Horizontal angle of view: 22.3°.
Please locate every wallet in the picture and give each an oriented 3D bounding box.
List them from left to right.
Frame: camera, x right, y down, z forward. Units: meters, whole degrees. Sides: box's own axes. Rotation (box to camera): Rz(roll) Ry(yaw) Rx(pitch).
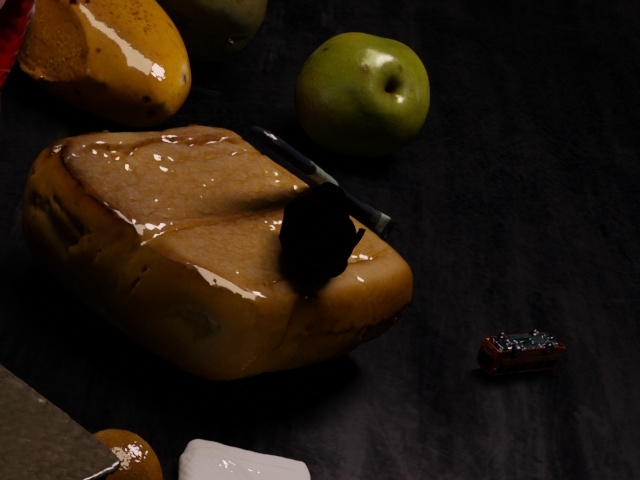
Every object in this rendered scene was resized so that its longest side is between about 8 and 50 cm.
[{"bbox_3d":[-0.058,0.230,1.349,0.124,0.032,0.183,16,24,-13],"label":"wallet"}]

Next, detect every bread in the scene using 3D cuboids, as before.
[{"bbox_3d":[-0.102,0.024,1.603,0.328,0.148,0.337,36,26,23],"label":"bread"}]

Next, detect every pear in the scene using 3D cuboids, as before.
[{"bbox_3d":[0.042,-0.192,2.138,0.180,0.166,0.216,-11,12,-29],"label":"pear"}]

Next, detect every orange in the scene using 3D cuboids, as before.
[{"bbox_3d":[-0.165,0.190,1.307,0.085,0.085,0.085,16,25,-8],"label":"orange"}]

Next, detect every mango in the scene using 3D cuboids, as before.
[{"bbox_3d":[-0.260,-0.234,1.998,0.191,0.160,0.290,5,31,-48],"label":"mango"}]

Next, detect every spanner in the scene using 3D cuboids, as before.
[{"bbox_3d":[-0.004,-0.065,1.686,0.087,0.024,0.316,35,0,27],"label":"spanner"}]

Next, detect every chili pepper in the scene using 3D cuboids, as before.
[{"bbox_3d":[-0.002,-0.002,1.485,0.072,0.073,0.204,6,13,-2],"label":"chili pepper"}]

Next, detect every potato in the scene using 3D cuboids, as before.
[{"bbox_3d":[-0.193,-0.375,2.257,0.202,0.218,0.351,-15,29,-18],"label":"potato"}]

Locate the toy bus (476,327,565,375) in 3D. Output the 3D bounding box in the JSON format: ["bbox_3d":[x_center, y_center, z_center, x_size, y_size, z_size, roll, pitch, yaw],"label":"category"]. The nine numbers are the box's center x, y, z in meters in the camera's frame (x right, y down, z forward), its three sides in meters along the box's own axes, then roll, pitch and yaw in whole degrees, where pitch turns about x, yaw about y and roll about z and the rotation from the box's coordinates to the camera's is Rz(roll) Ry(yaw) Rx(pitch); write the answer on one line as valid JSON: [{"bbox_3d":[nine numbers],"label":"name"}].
[{"bbox_3d":[0.215,0.122,1.746,0.110,0.043,0.031,-1,36,-40],"label":"toy bus"}]

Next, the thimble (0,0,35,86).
[{"bbox_3d":[-0.418,-0.255,1.889,0.125,0.189,0.163,23,-9,6],"label":"thimble"}]

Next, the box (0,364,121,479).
[{"bbox_3d":[-0.307,0.169,1.165,0.273,0.143,0.184,31,28,24],"label":"box"}]

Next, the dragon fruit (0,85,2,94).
[{"bbox_3d":[-0.437,-0.138,1.513,0.295,0.295,0.301,12,33,-16],"label":"dragon fruit"}]
